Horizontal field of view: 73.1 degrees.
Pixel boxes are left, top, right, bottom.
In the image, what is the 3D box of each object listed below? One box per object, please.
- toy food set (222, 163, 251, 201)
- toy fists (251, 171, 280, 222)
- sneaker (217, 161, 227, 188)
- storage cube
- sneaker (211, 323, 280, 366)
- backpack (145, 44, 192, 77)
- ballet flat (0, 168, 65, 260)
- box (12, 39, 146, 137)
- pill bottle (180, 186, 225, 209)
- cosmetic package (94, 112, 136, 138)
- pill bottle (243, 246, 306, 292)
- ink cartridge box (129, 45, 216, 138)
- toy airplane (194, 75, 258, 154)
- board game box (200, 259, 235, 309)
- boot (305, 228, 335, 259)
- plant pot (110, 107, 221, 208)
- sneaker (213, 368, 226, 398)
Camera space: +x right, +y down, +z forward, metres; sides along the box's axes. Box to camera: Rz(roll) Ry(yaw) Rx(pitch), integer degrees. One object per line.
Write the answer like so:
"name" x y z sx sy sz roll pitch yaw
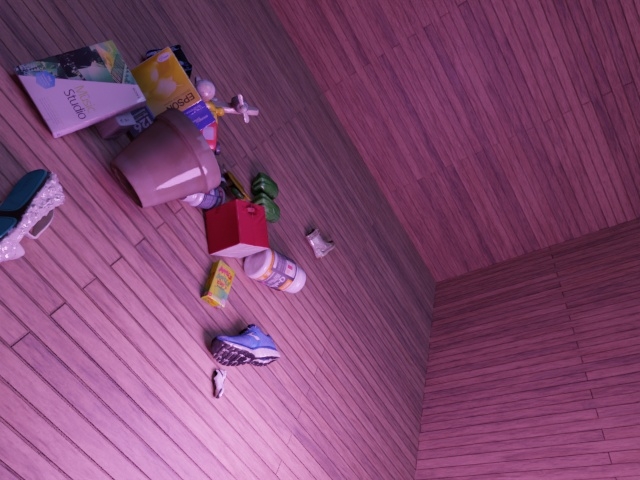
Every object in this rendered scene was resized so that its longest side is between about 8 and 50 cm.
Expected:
"toy food set" -0.416 -0.253 2.025 0.218 0.071 0.128 52 3 -32
"toy fists" -0.284 -0.220 2.182 0.142 0.096 0.279 43 34 -52
"sneaker" -0.528 -0.309 1.864 0.226 0.086 0.163 3 58 -49
"storage cube" -0.352 -0.044 1.831 0.184 0.215 0.193 13 65 -56
"sneaker" -0.304 0.407 1.703 0.330 0.130 0.147 28 32 -52
"backpack" -0.676 -0.770 1.906 0.173 0.117 0.158 -22 71 -32
"ballet flat" -0.819 -0.034 1.159 0.147 0.147 0.408 48 35 -29
"box" -0.789 -0.510 1.439 0.322 0.058 0.232 -33 99 -27
"pill bottle" -0.498 -0.190 1.795 0.180 0.108 0.107 9 62 -56
"cosmetic package" -0.780 -0.494 1.550 0.231 0.117 0.085 64 29 -7
"pill bottle" -0.203 0.139 1.985 0.278 0.162 0.162 33 43 -43
"ink cartridge box" -0.616 -0.521 1.656 0.307 0.304 0.072 58 1 -12
"toy airplane" -0.508 -0.586 1.857 0.384 0.272 0.386 35 50 4
"board game box" -0.411 0.177 1.742 0.092 0.043 0.181 45 36 -33
"boot" 0.000 0.000 2.500 0.165 0.077 0.213 60 33 -7
"plant pot" -0.564 -0.262 1.539 0.280 0.323 0.323 -39 106 -25
"sneaker" -0.374 0.522 1.573 0.044 0.040 0.109 24 44 -28
